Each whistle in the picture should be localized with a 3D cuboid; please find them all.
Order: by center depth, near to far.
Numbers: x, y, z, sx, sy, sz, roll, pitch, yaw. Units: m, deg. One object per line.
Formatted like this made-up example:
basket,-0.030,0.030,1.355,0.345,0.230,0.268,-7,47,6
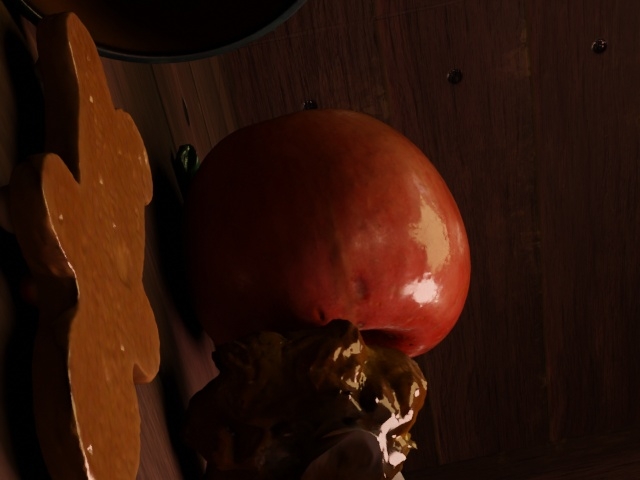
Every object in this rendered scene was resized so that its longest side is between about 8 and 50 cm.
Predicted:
whistle,-0.180,-0.057,1.231,0.039,0.039,0.186,-102,180,-51

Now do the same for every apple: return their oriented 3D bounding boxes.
apple,0.000,0.000,1.069,0.364,0.364,0.364,168,-90,-90

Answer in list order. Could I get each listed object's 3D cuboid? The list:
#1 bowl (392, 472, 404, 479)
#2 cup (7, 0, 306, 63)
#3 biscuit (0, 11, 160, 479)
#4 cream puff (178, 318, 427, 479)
bowl,0.003,0.468,1.364,0.313,0.146,0.313,28,45,-32
cup,-0.158,-0.325,0.602,0.242,0.308,0.292,-50,-137,47
biscuit,-0.157,0.012,0.542,0.216,0.047,0.339,74,6,-57
cream puff,-0.015,0.196,0.854,0.241,0.269,0.155,67,-7,-22
